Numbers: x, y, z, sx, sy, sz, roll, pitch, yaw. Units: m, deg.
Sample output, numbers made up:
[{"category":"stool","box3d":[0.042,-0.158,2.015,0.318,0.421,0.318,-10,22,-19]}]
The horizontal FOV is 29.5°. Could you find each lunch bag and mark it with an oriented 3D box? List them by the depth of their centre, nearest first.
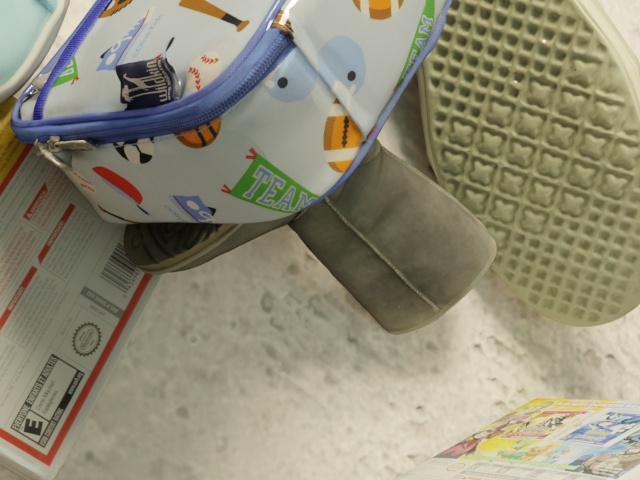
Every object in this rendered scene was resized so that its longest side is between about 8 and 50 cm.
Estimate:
[{"category":"lunch bag","box3d":[-0.046,-0.141,0.719,0.115,0.243,0.303,49,60,-34]}]

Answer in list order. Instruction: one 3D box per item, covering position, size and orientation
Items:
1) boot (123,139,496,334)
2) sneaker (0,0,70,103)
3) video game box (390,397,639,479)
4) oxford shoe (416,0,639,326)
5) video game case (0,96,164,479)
[{"category":"boot","box3d":[0.000,0.002,0.806,0.208,0.190,0.076,45,16,-50]},{"category":"sneaker","box3d":[-0.188,-0.255,0.673,0.135,0.150,0.365,7,93,-11]},{"category":"video game box","box3d":[0.142,0.161,0.796,0.187,0.205,0.048,-26,97,-27]},{"category":"oxford shoe","box3d":[0.135,-0.152,0.889,0.449,0.169,0.130,64,27,-5]},{"category":"video game case","box3d":[-0.234,-0.013,0.719,0.285,0.025,0.204,36,55,-17]}]
